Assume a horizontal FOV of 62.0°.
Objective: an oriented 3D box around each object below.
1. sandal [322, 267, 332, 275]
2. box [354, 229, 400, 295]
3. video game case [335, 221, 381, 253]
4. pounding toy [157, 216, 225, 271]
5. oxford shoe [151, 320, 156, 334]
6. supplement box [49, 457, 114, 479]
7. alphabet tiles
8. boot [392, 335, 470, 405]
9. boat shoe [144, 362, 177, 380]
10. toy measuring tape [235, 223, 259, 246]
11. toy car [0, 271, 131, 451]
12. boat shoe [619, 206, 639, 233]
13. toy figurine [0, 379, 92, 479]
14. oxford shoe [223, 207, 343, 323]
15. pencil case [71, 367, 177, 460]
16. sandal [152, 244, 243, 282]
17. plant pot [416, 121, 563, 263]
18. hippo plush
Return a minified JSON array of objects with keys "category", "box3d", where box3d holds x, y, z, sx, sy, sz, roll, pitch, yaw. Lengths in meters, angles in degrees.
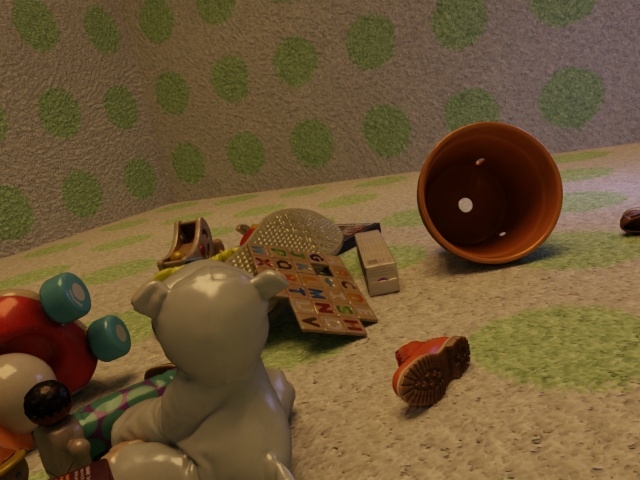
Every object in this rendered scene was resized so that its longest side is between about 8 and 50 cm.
[{"category":"sandal","box3d":[-0.061,0.061,1.249,0.219,0.060,0.090,10,4,18]},{"category":"box","box3d":[0.121,0.041,1.195,0.067,0.063,0.324,-9,13,1]},{"category":"video game case","box3d":[0.000,0.000,1.546,0.248,0.035,0.275,0,16,40]},{"category":"pounding toy","box3d":[-0.311,0.021,1.415,0.155,0.154,0.269,-9,18,9]},{"category":"oxford shoe","box3d":[-0.265,0.142,1.012,0.083,0.096,0.227,-22,15,-36]},{"category":"supplement box","box3d":[-0.244,0.268,0.412,0.188,0.104,0.081,-16,14,-23]},{"category":"alphabet tiles","box3d":[-0.013,0.083,0.934,0.198,0.009,0.237,10,28,-27]},{"category":"boot","box3d":[0.123,0.164,0.683,0.085,0.059,0.158,-5,5,38]},{"category":"boat shoe","box3d":[-0.180,0.201,0.783,0.152,0.056,0.049,0,9,7]},{"category":"toy measuring tape","box3d":[-0.183,0.017,1.454,0.121,0.121,0.330,-17,13,-26]},{"category":"toy car","box3d":[-0.420,0.208,0.765,0.219,0.210,0.238,-23,41,3]},{"category":"boat shoe","box3d":[0.703,-0.040,1.077,0.178,0.064,0.060,-8,16,44]},{"category":"toy figurine","box3d":[-0.348,0.238,0.528,0.210,0.148,0.213,-11,12,-2]},{"category":"oxford shoe","box3d":[-0.087,0.053,1.080,0.169,0.130,0.449,31,32,9]},{"category":"pencil case","box3d":[-0.244,0.224,0.693,0.152,0.070,0.064,-19,48,-36]},{"category":"sandal","box3d":[-0.220,0.074,1.225,0.318,0.126,0.138,-8,9,8]},{"category":"plant pot","box3d":[0.343,-0.092,1.171,0.291,0.290,0.203,-11,-3,-1]},{"category":"hippo plush","box3d":[-0.136,0.145,0.556,0.234,0.236,0.294,-13,13,-12]}]
